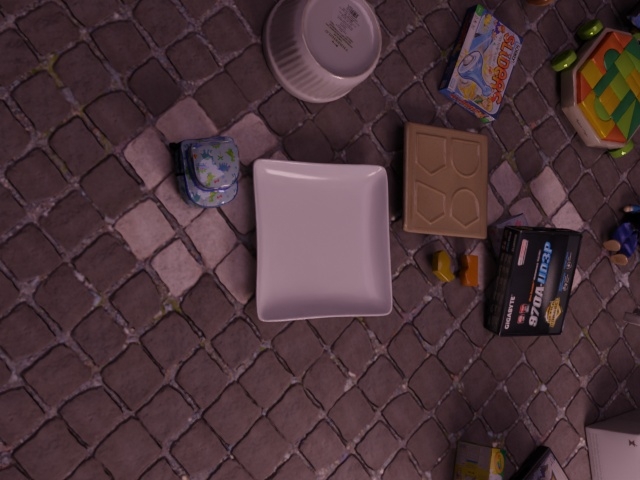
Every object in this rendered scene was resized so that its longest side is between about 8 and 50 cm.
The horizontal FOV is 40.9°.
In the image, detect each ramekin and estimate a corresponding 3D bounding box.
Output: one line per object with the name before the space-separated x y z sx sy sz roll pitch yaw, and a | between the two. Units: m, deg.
ramekin | 0.011 -0.355 1.521 0.207 0.109 0.207 3 85 -30

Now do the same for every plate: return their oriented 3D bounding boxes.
plate | 0.000 0.000 1.525 0.278 0.045 0.277 0 85 -30

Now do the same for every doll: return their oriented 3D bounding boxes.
doll | 0.714 -0.018 1.940 0.189 0.046 0.129 -39 105 -30

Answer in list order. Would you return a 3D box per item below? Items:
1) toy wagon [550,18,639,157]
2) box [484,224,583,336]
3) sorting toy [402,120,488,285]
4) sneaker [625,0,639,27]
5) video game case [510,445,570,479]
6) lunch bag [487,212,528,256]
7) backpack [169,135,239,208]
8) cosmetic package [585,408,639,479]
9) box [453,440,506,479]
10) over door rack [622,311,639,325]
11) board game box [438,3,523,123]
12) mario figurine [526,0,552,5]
toy wagon | 0.662 -0.366 1.924 0.344 0.068 0.267 -48 109 -24
box | 0.430 0.082 1.730 0.175 0.051 0.220 3 103 -30
sorting toy | 0.241 -0.067 1.678 0.229 0.041 0.307 5 84 -34
sneaker | 0.849 -0.493 1.984 0.330 0.130 0.147 6 55 -29
video game case | 0.449 0.605 1.745 0.248 0.035 0.275 -40 106 -26
lunch bag | 0.388 -0.011 1.748 0.083 0.053 0.071 -21 97 -18
backpack | -0.183 -0.110 1.404 0.105 0.084 0.114 -7 93 -28
cosmetic package | 0.690 0.456 1.829 0.183 0.151 0.151 -7 89 -31
box | 0.296 0.478 1.626 0.043 0.105 0.179 15 79 -28
over door rack | 0.748 0.074 1.881 0.324 0.108 0.240 13 90 -49
board game box | 0.329 -0.359 1.748 0.136 0.035 0.201 28 73 -25
mario figurine | 0.407 -0.632 1.733 0.320 0.170 0.198 43 32 -29
